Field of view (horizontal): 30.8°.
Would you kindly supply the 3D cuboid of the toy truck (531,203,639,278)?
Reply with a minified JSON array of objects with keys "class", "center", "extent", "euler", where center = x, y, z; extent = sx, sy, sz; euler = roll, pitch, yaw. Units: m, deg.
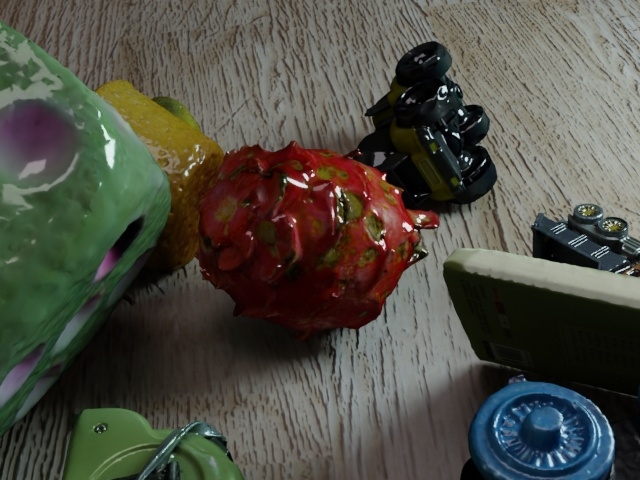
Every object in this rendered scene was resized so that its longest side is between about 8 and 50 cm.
[{"class":"toy truck","center":[0.299,0.036,1.207],"extent":[0.092,0.083,0.192],"euler":[-25,38,-28]}]

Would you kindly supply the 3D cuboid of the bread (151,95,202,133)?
[{"class":"bread","center":[-0.236,-0.145,1.556],"extent":[0.149,0.065,0.188],"euler":[-14,37,-5]}]

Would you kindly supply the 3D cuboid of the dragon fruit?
[{"class":"dragon fruit","center":[0.000,0.000,1.206],"extent":[0.268,0.210,0.205],"euler":[-1,12,-30]}]

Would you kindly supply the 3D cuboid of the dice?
[{"class":"dice","center":[-0.346,-0.015,1.046],"extent":[0.322,0.318,0.330],"euler":[37,77,3]}]

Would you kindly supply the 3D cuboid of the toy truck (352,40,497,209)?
[{"class":"toy truck","center":[0.113,-0.129,1.436],"extent":[0.165,0.147,0.224],"euler":[-25,30,21]}]

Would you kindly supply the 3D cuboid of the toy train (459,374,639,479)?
[{"class":"toy train","center":[0.256,0.228,0.852],"extent":[0.300,0.188,0.265],"euler":[-11,42,-10]}]

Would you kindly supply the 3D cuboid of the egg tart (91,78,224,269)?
[{"class":"egg tart","center":[-0.210,-0.068,1.323],"extent":[0.170,0.215,0.215],"euler":[19,40,15]}]

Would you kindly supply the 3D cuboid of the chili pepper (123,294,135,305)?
[{"class":"chili pepper","center":[-0.296,0.069,1.256],"extent":[0.191,0.050,0.059],"euler":[-9,50,7]}]

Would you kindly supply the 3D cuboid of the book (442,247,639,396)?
[{"class":"book","center":[0.290,0.095,1.005],"extent":[0.352,0.239,0.035],"euler":[11,67,21]}]

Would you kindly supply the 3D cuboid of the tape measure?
[{"class":"tape measure","center":[-0.144,0.227,0.958],"extent":[0.175,0.106,0.200],"euler":[-3,36,8]}]
